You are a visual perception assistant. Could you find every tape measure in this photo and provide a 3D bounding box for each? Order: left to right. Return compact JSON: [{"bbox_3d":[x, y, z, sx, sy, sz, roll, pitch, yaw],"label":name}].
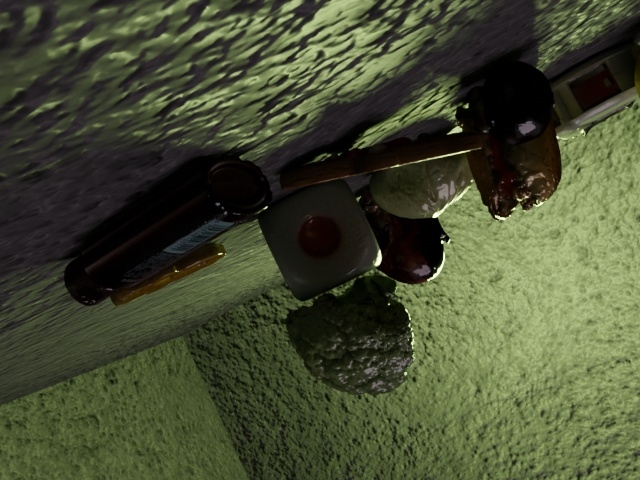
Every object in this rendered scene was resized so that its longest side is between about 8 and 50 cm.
[{"bbox_3d":[0.574,-0.303,1.642,0.265,0.130,0.258,-28,172,23],"label":"tape measure"}]

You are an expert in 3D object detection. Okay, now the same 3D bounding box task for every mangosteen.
[{"bbox_3d":[0.283,-0.209,1.201,0.151,0.137,0.137,-11,177,7],"label":"mangosteen"}]

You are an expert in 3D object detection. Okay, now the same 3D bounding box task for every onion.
[{"bbox_3d":[0.193,-0.013,1.916,0.221,0.281,0.281,-30,175,0],"label":"onion"}]

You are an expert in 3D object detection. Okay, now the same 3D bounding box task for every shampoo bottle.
[{"bbox_3d":[-0.217,-0.005,1.027,0.323,0.084,0.129,-28,173,33],"label":"shampoo bottle"}]

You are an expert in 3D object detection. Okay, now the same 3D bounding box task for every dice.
[{"bbox_3d":[0.000,0.000,1.519,0.193,0.194,0.192,-27,173,0],"label":"dice"}]

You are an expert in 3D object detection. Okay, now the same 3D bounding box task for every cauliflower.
[{"bbox_3d":[0.068,0.164,1.514,0.250,0.275,0.272,-61,156,-25],"label":"cauliflower"}]

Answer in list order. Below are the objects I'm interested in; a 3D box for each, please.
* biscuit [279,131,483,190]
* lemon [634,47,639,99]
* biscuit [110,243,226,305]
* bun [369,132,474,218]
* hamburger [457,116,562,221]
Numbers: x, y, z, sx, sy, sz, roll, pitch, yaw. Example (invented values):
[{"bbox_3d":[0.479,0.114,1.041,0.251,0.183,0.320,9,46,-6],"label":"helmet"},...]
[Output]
[{"bbox_3d":[0.092,-0.131,1.225,0.324,0.049,0.205,-14,-175,-4],"label":"biscuit"},{"bbox_3d":[0.703,-0.333,1.412,0.240,0.240,0.219,-24,134,-21],"label":"lemon"},{"bbox_3d":[-0.298,0.060,1.541,0.249,0.035,0.184,-25,176,-21],"label":"biscuit"},{"bbox_3d":[0.219,-0.121,1.632,0.244,0.153,0.244,-21,173,-3],"label":"bun"},{"bbox_3d":[0.346,-0.162,1.391,0.163,0.244,0.244,-17,177,15],"label":"hamburger"}]
